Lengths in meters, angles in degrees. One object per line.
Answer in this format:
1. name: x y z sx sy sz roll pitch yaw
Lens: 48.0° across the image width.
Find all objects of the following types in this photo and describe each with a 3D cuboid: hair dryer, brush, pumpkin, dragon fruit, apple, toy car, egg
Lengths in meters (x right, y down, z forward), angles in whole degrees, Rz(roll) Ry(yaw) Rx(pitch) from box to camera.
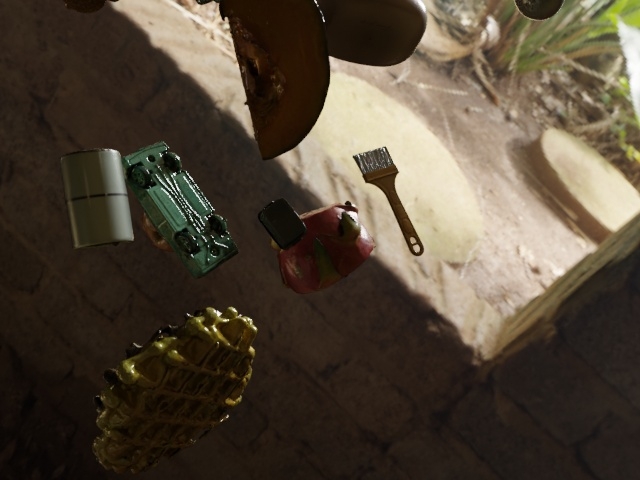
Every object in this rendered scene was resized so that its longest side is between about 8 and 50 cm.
1. hair dryer: -0.494 -0.077 1.634 0.128 0.362 0.203 -10 88 -11
2. brush: 0.169 -0.087 1.640 0.103 0.013 0.272 -19 80 -31
3. pumpkin: -0.064 -0.282 1.086 0.169 0.148 0.312 -102 -179 -85
4. dragon fruit: 0.000 0.000 1.969 0.189 0.290 0.290 63 29 -14
5. apple: -0.415 -0.056 2.027 0.199 0.199 0.199 28 34 -21
6. toy car: -0.329 -0.068 1.639 0.321 0.097 0.141 55 43 -1
7. egg: 0.438 -0.498 1.437 0.103 0.103 0.135 27 50 -23

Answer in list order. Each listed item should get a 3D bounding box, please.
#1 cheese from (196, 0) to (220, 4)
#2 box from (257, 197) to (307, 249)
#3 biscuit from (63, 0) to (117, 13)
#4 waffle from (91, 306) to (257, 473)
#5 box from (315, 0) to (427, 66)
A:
1. cheese: -0.271 -0.642 1.895 0.067 0.120 0.026 36 45 -81
2. box: -0.091 -0.044 1.743 0.122 0.084 0.069 52 -10 1
3. biscuit: -0.584 -0.661 1.881 0.133 0.184 0.027 14 46 -50
4. waffle: -0.278 0.305 1.439 0.379 0.382 0.095 -29 55 -35
5. box: 0.074 -0.355 1.166 0.200 0.146 0.088 8 50 -19
